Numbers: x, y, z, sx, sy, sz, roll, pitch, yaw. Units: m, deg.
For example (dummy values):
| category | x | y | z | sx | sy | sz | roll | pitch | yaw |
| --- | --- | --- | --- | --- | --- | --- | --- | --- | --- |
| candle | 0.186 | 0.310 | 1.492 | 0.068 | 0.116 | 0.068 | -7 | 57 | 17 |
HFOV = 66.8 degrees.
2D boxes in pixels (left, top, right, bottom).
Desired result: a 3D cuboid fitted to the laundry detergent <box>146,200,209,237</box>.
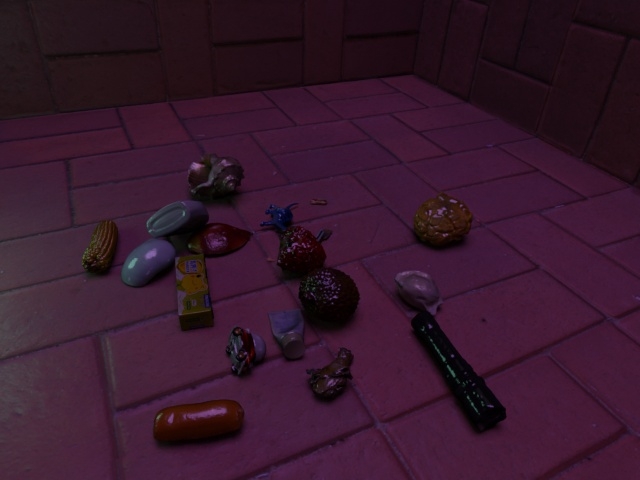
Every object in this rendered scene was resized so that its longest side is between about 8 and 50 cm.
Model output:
| category | x | y | z | sx | sy | sz | roll | pitch | yaw |
| --- | --- | --- | --- | --- | --- | --- | --- | --- | --- |
| laundry detergent | -0.557 | -0.083 | 1.964 | 0.215 | 0.105 | 0.280 | -29 | -2 | 7 |

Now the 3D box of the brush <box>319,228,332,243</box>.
| category | x | y | z | sx | sy | sz | roll | pitch | yaw |
| --- | --- | --- | --- | --- | --- | --- | --- | --- | --- |
| brush | 0.000 | 0.000 | 2.035 | 0.043 | 0.014 | 0.170 | 14 | 38 | 20 |

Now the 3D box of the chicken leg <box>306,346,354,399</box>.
| category | x | y | z | sx | sy | sz | roll | pitch | yaw |
| --- | --- | --- | --- | --- | --- | --- | --- | --- | --- |
| chicken leg | 0.046 | 0.388 | 1.444 | 0.125 | 0.080 | 0.196 | 18 | 36 | 40 |

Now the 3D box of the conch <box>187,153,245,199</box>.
| category | x | y | z | sx | sy | sz | roll | pitch | yaw |
| --- | --- | --- | --- | --- | --- | --- | --- | --- | --- |
| conch | -0.495 | -0.289 | 2.266 | 0.263 | 0.186 | 0.324 | -32 | 33 | -16 |

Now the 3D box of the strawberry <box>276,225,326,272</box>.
| category | x | y | z | sx | sy | sz | roll | pitch | yaw |
| --- | --- | --- | --- | --- | --- | --- | --- | --- | --- |
| strawberry | -0.069 | 0.042 | 1.843 | 0.202 | 0.184 | 0.187 | 18 | -4 | -16 |

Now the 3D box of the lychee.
| category | x | y | z | sx | sy | sz | roll | pitch | yaw |
| --- | --- | --- | --- | --- | --- | --- | --- | --- | --- |
| lychee | 0.021 | 0.184 | 1.632 | 0.239 | 0.199 | 0.200 | -4 | 32 | -41 |

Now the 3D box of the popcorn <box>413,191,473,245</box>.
| category | x | y | z | sx | sy | sz | roll | pitch | yaw |
| --- | --- | --- | --- | --- | --- | --- | --- | --- | --- |
| popcorn | 0.512 | -0.089 | 2.062 | 0.251 | 0.189 | 0.250 | 3 | 48 | -3 |

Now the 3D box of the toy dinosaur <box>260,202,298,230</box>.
| category | x | y | z | sx | sy | sz | roll | pitch | yaw |
| --- | --- | --- | --- | --- | --- | --- | --- | --- | --- |
| toy dinosaur | -0.178 | -0.109 | 2.108 | 0.145 | 0.076 | 0.329 | 7 | 25 | -1 |

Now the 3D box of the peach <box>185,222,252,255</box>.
| category | x | y | z | sx | sy | sz | roll | pitch | yaw |
| --- | --- | --- | --- | --- | --- | --- | --- | --- | --- |
| peach | -0.409 | -0.017 | 1.983 | 0.280 | 0.068 | 0.189 | -18 | 42 | -27 |

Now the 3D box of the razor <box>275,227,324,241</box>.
| category | x | y | z | sx | sy | sz | roll | pitch | yaw |
| --- | --- | --- | --- | --- | --- | --- | --- | --- | --- |
| razor | -0.095 | -0.026 | 2.048 | 0.212 | 0.035 | 0.084 | 10 | 41 | 22 |

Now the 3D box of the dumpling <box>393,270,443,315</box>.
| category | x | y | z | sx | sy | sz | roll | pitch | yaw |
| --- | --- | --- | --- | --- | --- | --- | --- | --- | --- |
| dumpling | 0.358 | 0.178 | 1.735 | 0.136 | 0.118 | 0.199 | -26 | 66 | -32 |

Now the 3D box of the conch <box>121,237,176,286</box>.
| category | x | y | z | sx | sy | sz | roll | pitch | yaw |
| --- | --- | --- | --- | --- | --- | --- | --- | --- | --- |
| conch | -0.650 | 0.074 | 1.814 | 0.185 | 0.120 | 0.221 | -8 | 29 | 39 |

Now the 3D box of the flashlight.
| category | x | y | z | sx | sy | sz | roll | pitch | yaw |
| --- | --- | --- | --- | --- | --- | --- | --- | --- | --- |
| flashlight | 0.403 | 0.375 | 1.476 | 0.103 | 0.103 | 0.423 | -8 | 36 | -16 |

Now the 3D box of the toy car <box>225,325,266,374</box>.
| category | x | y | z | sx | sy | sz | roll | pitch | yaw |
| --- | --- | --- | --- | --- | --- | --- | --- | --- | --- |
| toy car | -0.221 | 0.335 | 1.485 | 0.112 | 0.112 | 0.139 | 4 | 42 | -27 |

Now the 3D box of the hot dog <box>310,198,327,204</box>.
| category | x | y | z | sx | sy | sz | roll | pitch | yaw |
| --- | --- | --- | --- | --- | --- | --- | --- | --- | --- |
| hot dog | -0.008 | -0.184 | 2.284 | 0.084 | 0.021 | 0.037 | 0 | 37 | -3 |

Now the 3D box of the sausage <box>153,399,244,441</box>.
| category | x | y | z | sx | sy | sz | roll | pitch | yaw |
| --- | --- | --- | --- | --- | --- | --- | --- | --- | --- |
| sausage | -0.321 | 0.475 | 1.282 | 0.239 | 0.098 | 0.098 | -4 | 36 | -8 |

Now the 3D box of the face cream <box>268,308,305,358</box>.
| category | x | y | z | sx | sy | sz | roll | pitch | yaw |
| --- | --- | --- | --- | --- | --- | --- | --- | --- | --- |
| face cream | -0.102 | 0.292 | 1.592 | 0.114 | 0.070 | 0.224 | -5 | 24 | -12 |

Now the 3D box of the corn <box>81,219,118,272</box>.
| category | x | y | z | sx | sy | sz | roll | pitch | yaw |
| --- | --- | --- | --- | --- | --- | --- | --- | --- | --- |
| corn | -0.843 | 0.012 | 1.880 | 0.102 | 0.101 | 0.312 | -3 | 36 | -9 |

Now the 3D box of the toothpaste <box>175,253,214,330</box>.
| category | x | y | z | sx | sy | sz | roll | pitch | yaw |
| --- | --- | --- | --- | --- | --- | --- | --- | --- | --- |
| toothpaste | -0.445 | 0.174 | 1.704 | 0.111 | 0.077 | 0.327 | -9 | 37 | -13 |
